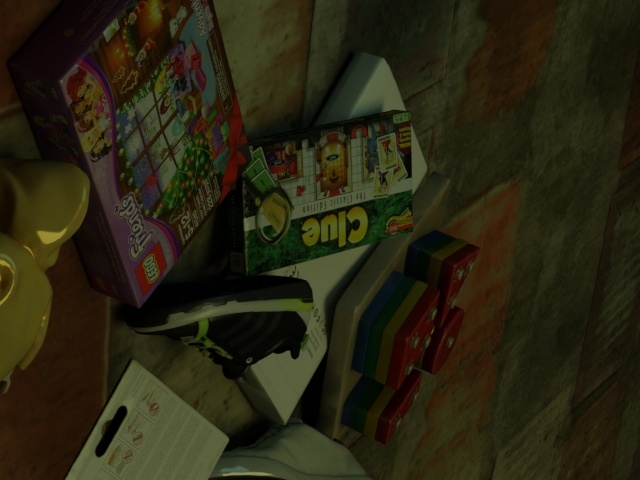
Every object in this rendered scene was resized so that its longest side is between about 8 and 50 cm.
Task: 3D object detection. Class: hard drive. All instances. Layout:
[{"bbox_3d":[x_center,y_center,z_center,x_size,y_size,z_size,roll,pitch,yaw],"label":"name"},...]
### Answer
[{"bbox_3d":[0.000,0.000,2.022,0.353,0.047,0.233,-60,153,-20],"label":"hard drive"}]

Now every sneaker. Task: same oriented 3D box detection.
[{"bbox_3d":[-0.064,0.255,2.045,0.290,0.123,0.106,15,124,-49],"label":"sneaker"},{"bbox_3d":[-0.088,0.091,1.803,0.234,0.084,0.097,-4,100,-45],"label":"sneaker"}]

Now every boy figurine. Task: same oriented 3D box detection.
[{"bbox_3d":[-0.275,0.055,1.451,0.285,0.092,0.177,-66,154,-12],"label":"boy figurine"}]

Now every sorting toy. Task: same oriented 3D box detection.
[{"bbox_3d":[0.101,0.097,2.179,0.255,0.089,0.257,-53,160,-40],"label":"sorting toy"}]

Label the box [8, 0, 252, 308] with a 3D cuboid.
[{"bbox_3d":[-0.155,-0.108,1.615,0.201,0.057,0.293,-54,151,-30],"label":"box"}]

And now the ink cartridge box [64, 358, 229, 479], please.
[{"bbox_3d":[-0.182,0.216,1.838,0.179,0.045,0.145,45,66,-43],"label":"ink cartridge box"}]

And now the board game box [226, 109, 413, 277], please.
[{"bbox_3d":[0.003,-0.052,1.915,0.259,0.030,0.136,-16,111,-45],"label":"board game box"}]
